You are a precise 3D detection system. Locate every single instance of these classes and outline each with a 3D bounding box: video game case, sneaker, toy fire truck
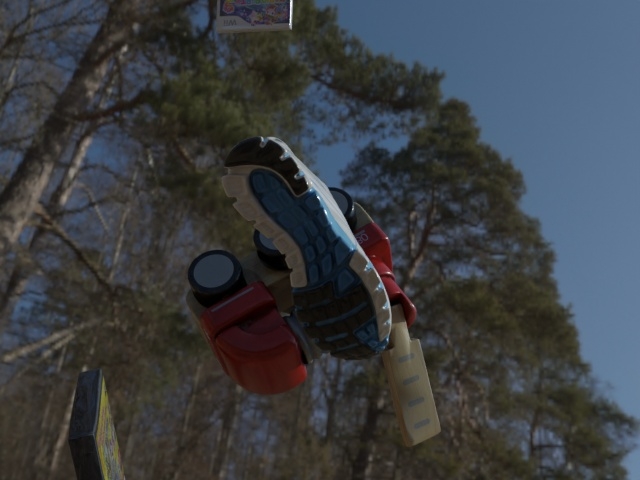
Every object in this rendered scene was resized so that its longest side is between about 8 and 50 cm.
[{"bbox_3d":[-0.073,-0.295,1.026,0.087,0.122,0.011,0,-7,12],"label":"video game case"},{"bbox_3d":[-0.263,0.311,1.115,0.035,0.249,0.275,-11,9,-10],"label":"video game case"},{"bbox_3d":[0.000,0.000,0.687,0.071,0.083,0.191,-25,-79,15],"label":"sneaker"},{"bbox_3d":[0.008,0.104,0.954,0.217,0.246,0.159,-29,-36,-14],"label":"toy fire truck"}]
